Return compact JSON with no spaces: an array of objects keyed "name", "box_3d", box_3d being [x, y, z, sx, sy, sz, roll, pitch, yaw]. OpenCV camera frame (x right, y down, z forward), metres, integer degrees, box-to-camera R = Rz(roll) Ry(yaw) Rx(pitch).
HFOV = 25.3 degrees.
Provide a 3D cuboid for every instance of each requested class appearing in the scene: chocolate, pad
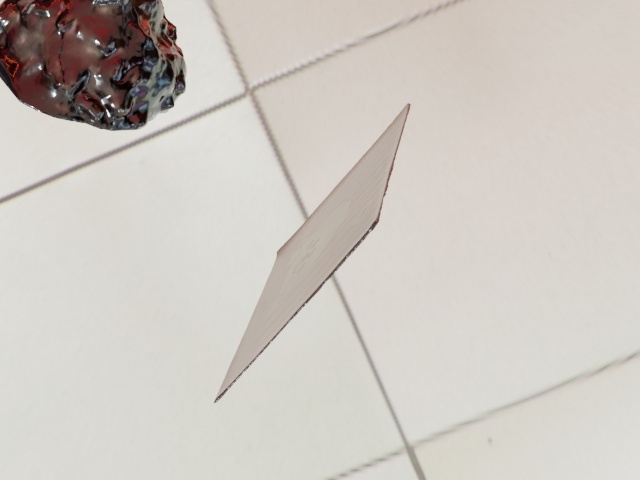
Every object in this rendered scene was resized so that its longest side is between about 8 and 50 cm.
[{"name":"chocolate","box_3d":[-0.216,-0.242,1.440,0.224,0.206,0.177,48,128,33]},{"name":"pad","box_3d":[0.000,0.000,1.186,0.005,0.300,0.202,38,113,-8]}]
